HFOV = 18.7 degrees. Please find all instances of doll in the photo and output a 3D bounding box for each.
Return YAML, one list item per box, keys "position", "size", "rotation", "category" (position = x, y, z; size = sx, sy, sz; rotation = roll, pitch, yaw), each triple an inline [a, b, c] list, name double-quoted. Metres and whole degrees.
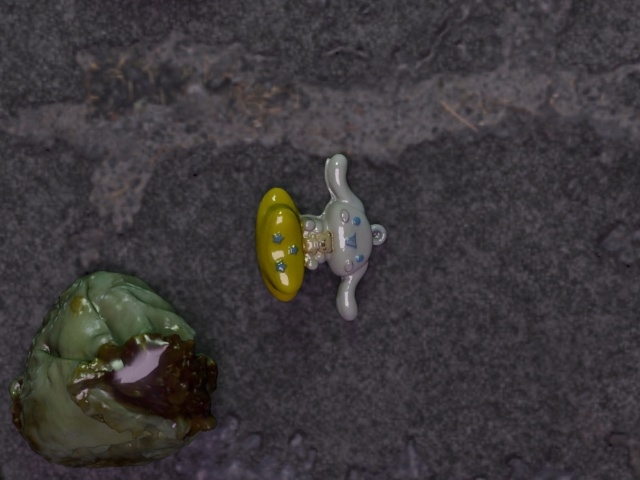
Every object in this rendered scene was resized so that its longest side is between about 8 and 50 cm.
- position: [0.001, 0.008, 1.648]
  size: [0.113, 0.071, 0.135]
  rotation: [-31, 105, -11]
  category: "doll"

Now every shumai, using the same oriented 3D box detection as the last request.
- position: [-0.177, 0.131, 1.632]
  size: [0.184, 0.142, 0.184]
  rotation: [0, 98, 0]
  category: "shumai"
